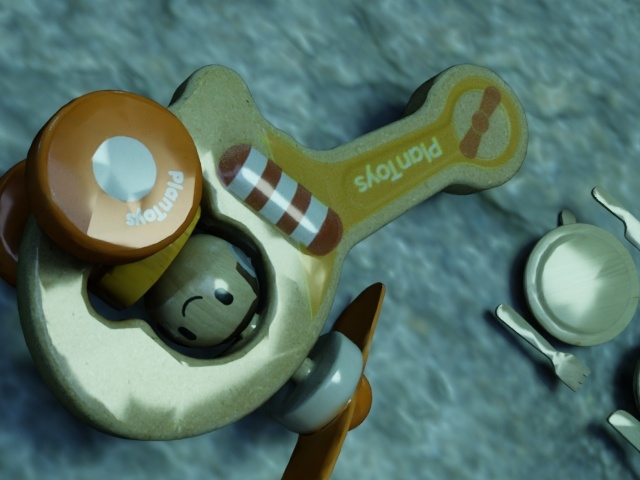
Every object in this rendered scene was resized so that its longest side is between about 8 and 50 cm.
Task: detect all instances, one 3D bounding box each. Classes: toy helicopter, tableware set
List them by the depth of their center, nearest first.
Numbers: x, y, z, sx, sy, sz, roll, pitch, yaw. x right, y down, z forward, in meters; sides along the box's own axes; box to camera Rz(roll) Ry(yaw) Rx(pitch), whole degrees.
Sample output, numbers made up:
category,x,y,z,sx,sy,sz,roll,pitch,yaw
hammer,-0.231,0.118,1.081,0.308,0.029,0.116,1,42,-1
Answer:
category,x,y,z,sx,sy,sz,roll,pitch,yaw
toy helicopter,0.000,0.000,0.647,0.355,0.140,0.235,-28,92,-31
tableware set,0.218,0.068,0.786,0.194,0.039,0.128,43,75,-3
